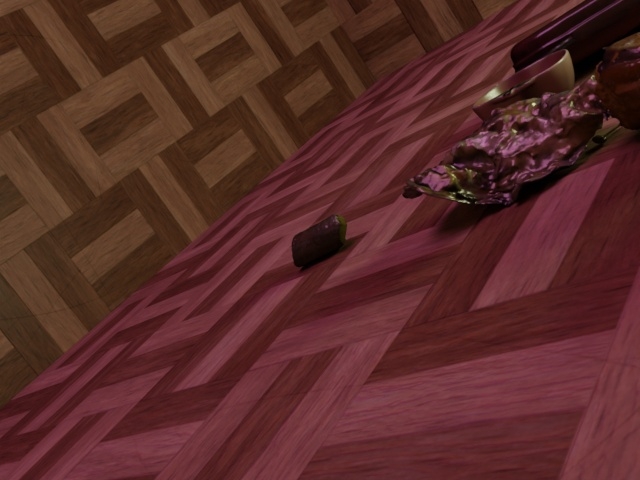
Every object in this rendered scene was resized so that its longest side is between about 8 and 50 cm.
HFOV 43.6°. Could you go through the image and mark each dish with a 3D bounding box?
[{"bbox_3d":[0.410,-0.280,1.562,0.213,0.090,0.213,-31,10,6],"label":"dish"}]

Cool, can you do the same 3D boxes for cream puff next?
[{"bbox_3d":[0.471,-0.225,1.106,0.189,0.130,0.189,-21,11,4],"label":"cream puff"}]

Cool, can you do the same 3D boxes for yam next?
[{"bbox_3d":[0.000,0.000,1.618,0.146,0.070,0.070,-27,14,28],"label":"yam"}]

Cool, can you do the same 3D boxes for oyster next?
[{"bbox_3d":[0.304,-0.149,1.282,0.351,0.115,0.238,-28,14,28],"label":"oyster"}]

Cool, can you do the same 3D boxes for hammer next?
[{"bbox_3d":[0.468,-0.184,1.232,0.123,0.014,0.029,-35,21,-14],"label":"hammer"}]

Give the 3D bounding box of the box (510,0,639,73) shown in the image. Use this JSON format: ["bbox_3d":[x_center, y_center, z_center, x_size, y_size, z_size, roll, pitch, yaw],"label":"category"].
[{"bbox_3d":[0.595,-0.469,1.702,0.404,0.108,0.263,-31,4,11],"label":"box"}]
